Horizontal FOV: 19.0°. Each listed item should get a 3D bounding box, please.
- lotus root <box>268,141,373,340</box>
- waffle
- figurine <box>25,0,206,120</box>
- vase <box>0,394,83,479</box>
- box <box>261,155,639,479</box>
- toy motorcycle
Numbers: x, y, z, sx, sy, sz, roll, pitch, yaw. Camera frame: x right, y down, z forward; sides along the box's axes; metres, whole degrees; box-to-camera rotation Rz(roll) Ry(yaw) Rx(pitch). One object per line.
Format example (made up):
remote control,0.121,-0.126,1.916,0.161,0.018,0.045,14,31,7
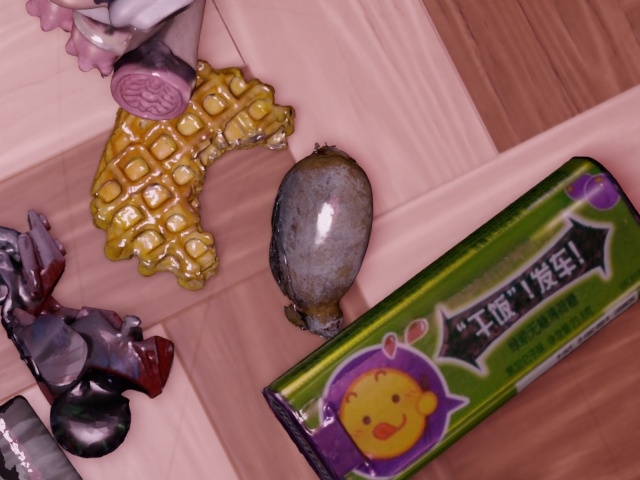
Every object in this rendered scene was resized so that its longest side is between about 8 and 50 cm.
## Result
lotus root,-0.002,0.000,1.605,0.088,0.088,0.165,8,92,-9
waffle,-0.109,-0.060,1.605,0.149,0.051,0.194,18,80,-6
figurine,-0.166,-0.275,1.462,0.253,0.361,0.211,33,74,11
vase,-0.207,0.226,1.552,0.060,0.060,0.211,-34,95,-12
box,0.126,0.076,1.611,0.345,0.097,0.134,-37,100,-12
toy motorcycle,-0.202,0.067,1.557,0.122,0.082,0.213,-31,81,-18
